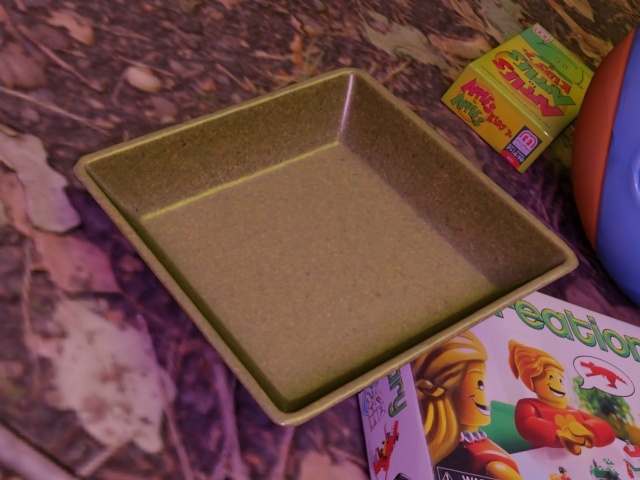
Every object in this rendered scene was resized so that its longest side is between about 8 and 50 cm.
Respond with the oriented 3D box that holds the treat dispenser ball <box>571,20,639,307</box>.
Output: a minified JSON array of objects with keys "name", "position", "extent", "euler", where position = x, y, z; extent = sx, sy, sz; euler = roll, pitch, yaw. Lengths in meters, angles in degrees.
[{"name":"treat dispenser ball","position":[0.328,-0.059,0.681],"extent":[0.288,0.288,0.288],"euler":[23,39,-20]}]

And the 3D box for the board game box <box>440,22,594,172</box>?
[{"name":"board game box","position":[0.185,-0.131,0.841],"extent":[0.092,0.043,0.181],"euler":[44,37,7]}]

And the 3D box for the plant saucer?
[{"name":"plant saucer","position":[0.000,0.000,0.489],"extent":[0.188,0.045,0.188],"euler":[-24,55,-30]}]

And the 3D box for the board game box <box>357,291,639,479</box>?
[{"name":"board game box","position":[0.162,0.125,0.542],"extent":[0.305,0.053,0.193],"euler":[18,40,-25]}]
